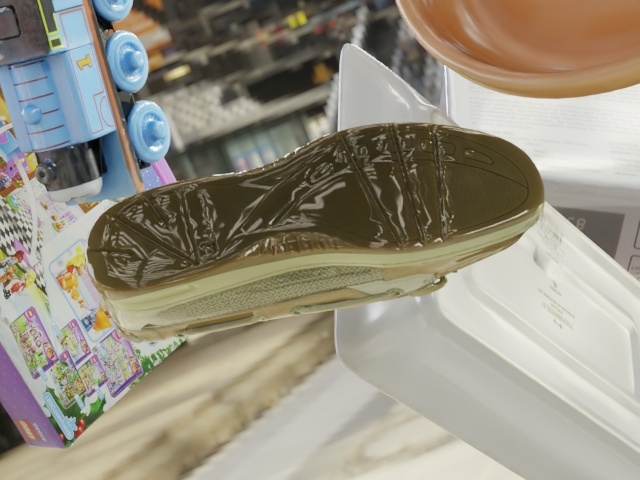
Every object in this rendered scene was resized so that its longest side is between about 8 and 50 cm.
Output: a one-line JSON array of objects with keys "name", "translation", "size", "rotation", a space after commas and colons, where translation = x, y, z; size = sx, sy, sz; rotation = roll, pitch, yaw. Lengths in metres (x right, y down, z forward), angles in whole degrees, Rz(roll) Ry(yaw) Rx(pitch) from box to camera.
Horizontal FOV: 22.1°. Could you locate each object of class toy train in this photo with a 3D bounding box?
[{"name": "toy train", "translation": [-0.166, -0.107, 1.078], "size": [0.080, 0.184, 0.105], "rotation": [-6, 14, 34]}]

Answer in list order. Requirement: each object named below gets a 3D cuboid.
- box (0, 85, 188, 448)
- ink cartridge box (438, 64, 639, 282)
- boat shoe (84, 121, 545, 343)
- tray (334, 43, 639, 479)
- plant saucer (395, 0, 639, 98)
[{"name": "box", "translation": [-0.203, -0.022, 1.205], "size": [0.057, 0.293, 0.201], "rotation": [-4, 30, 48]}, {"name": "ink cartridge box", "translation": [0.240, -0.098, 1.236], "size": [0.308, 0.091, 0.385], "rotation": [6, 32, 0]}, {"name": "boat shoe", "translation": [0.000, 0.002, 0.553], "size": [0.153, 0.056, 0.048], "rotation": [-14, -37, -1]}, {"name": "tray", "translation": [0.094, 0.032, 0.717], "size": [0.030, 0.145, 0.270], "rotation": [-19, -34, 30]}, {"name": "plant saucer", "translation": [0.123, -0.142, 0.687], "size": [0.200, 0.200, 0.037], "rotation": [-22, -38, 23]}]
